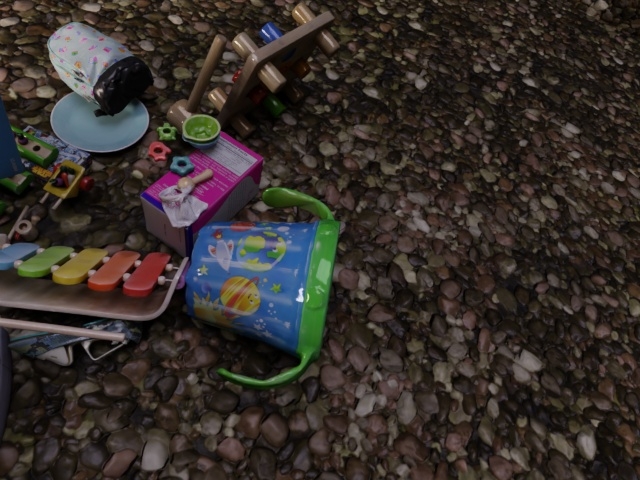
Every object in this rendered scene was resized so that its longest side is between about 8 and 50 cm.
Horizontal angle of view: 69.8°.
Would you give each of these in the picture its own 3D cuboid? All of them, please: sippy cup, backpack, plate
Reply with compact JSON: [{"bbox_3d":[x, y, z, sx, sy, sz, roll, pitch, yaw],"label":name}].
[{"bbox_3d":[-0.093,0.066,0.760,0.224,0.240,0.305,8,27,2],"label":"sippy cup"},{"bbox_3d":[-0.463,-0.360,0.949,0.182,0.115,0.152,32,58,9],"label":"backpack"},{"bbox_3d":[-0.460,-0.250,0.965,0.188,0.024,0.188,7,58,-12],"label":"plate"}]

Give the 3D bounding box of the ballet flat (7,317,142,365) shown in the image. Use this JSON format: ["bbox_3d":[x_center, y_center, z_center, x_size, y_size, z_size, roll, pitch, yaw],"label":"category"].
[{"bbox_3d":[-0.373,0.159,0.710,0.188,0.070,0.070,-13,63,-18],"label":"ballet flat"}]

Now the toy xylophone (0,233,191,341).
[{"bbox_3d":[-0.364,0.065,0.699,0.322,0.236,0.081,6,102,-18],"label":"toy xylophone"}]

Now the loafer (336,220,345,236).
[{"bbox_3d":[0.000,0.000,0.930,0.125,0.039,0.045,-28,36,-31],"label":"loafer"}]

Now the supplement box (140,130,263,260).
[{"bbox_3d":[-0.219,-0.090,0.876,0.114,0.111,0.220,34,56,9],"label":"supplement box"}]

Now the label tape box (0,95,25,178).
[{"bbox_3d":[-0.630,-0.153,0.618,0.347,0.249,0.115,-25,75,-31],"label":"label tape box"}]

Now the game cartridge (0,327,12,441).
[{"bbox_3d":[-0.539,0.256,0.609,0.198,0.062,0.297,1,58,-10],"label":"game cartridge"}]

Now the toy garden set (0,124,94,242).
[{"bbox_3d":[-0.548,-0.083,0.798,0.203,0.049,0.244,27,65,2],"label":"toy garden set"}]

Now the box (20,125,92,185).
[{"bbox_3d":[-0.530,-0.156,0.883,0.137,0.027,0.094,26,56,1],"label":"box"}]

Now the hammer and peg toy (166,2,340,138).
[{"bbox_3d":[-0.132,-0.334,0.966,0.127,0.266,0.361,49,56,-5],"label":"hammer and peg toy"}]

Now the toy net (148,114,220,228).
[{"bbox_3d":[-0.246,-0.129,0.799,0.122,0.045,0.232,6,56,-10],"label":"toy net"}]
